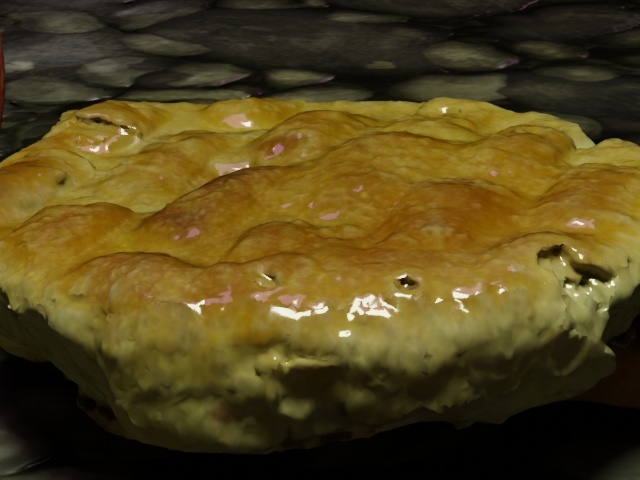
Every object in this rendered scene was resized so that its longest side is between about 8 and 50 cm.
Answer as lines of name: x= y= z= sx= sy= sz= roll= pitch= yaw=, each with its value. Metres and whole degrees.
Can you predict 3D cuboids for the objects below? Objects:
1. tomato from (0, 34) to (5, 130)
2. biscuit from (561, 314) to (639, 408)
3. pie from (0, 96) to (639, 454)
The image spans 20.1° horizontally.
tomato: x=-0.279 y=-0.061 z=0.854 sx=0.270 sy=0.227 sz=0.270 roll=-17 pitch=-3 yaw=-1
biscuit: x=0.147 y=0.034 z=0.863 sx=0.334 sy=0.047 sz=0.202 roll=-2 pitch=19 yaw=6
pie: x=0.000 y=0.000 z=0.805 sx=0.339 sy=0.083 sz=0.339 roll=-1 pitch=19 yaw=0
